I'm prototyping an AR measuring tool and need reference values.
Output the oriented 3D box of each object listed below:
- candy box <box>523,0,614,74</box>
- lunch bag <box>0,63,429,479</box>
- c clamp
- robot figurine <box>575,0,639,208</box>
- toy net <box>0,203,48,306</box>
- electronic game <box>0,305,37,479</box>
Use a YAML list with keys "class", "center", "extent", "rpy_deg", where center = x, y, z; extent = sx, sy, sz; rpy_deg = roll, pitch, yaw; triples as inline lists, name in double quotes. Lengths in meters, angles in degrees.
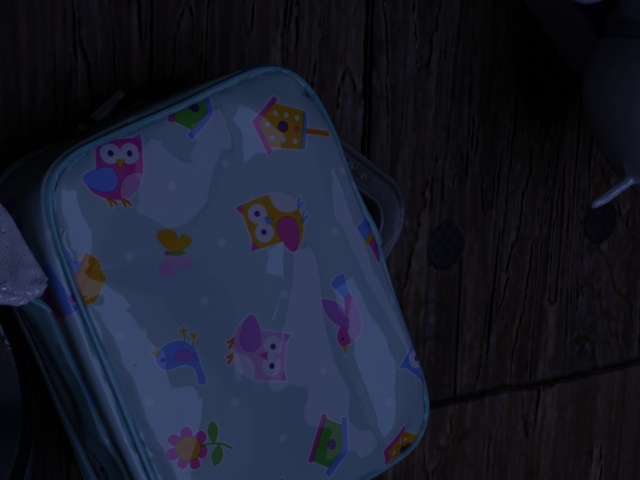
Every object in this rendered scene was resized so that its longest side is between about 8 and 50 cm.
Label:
- class: "candy box"
  center: [0.222, -0.239, 1.213]
  extent: [0.196, 0.070, 0.165]
  rpy_deg: [-49, 126, -12]
- class: "lunch bag"
  center: [-0.072, 0.041, 1.031]
  extent: [0.224, 0.108, 0.279]
  rpy_deg: [-27, 102, -29]
- class: "c clamp"
  center: [0.000, 0.000, 1.159]
  extent: [0.160, 0.022, 0.137]
  rpy_deg: [42, 79, -37]
- class: "robot figurine"
  center: [0.302, -0.154, 1.125]
  extent: [0.300, 0.200, 0.353]
  rpy_deg: [26, 89, -11]
- class: "toy net"
  center: [-0.246, -0.041, 0.911]
  extent: [0.232, 0.045, 0.122]
  rpy_deg: [37, 39, -18]
- class: "electronic game"
  center: [-0.239, 0.083, 0.934]
  extent: [0.229, 0.048, 0.229]
  rpy_deg: [35, 46, -46]
